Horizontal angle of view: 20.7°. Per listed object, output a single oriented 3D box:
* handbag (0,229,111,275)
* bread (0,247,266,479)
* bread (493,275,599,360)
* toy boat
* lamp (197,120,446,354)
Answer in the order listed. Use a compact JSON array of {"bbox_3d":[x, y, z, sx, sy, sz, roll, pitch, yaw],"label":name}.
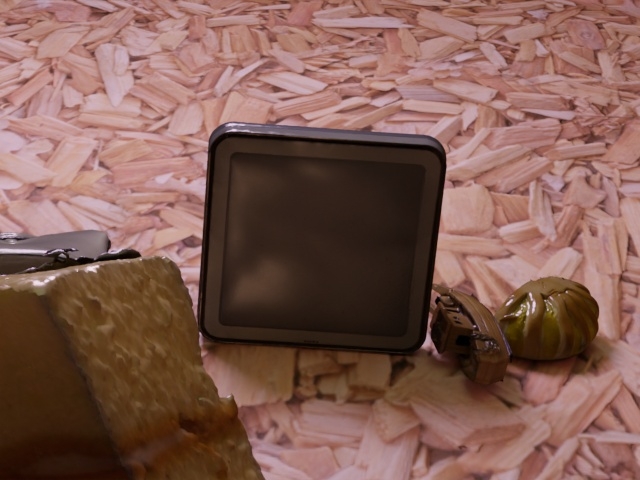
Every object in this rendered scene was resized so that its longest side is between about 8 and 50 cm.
[{"bbox_3d":[-0.371,0.015,2.091,0.241,0.109,0.315,3,19,-7],"label":"handbag"},{"bbox_3d":[-0.270,0.184,1.490,0.404,0.346,0.242,-12,4,13],"label":"bread"},{"bbox_3d":[0.269,0.100,2.071,0.157,0.083,0.094,-2,36,-21],"label":"bread"},{"bbox_3d":[0.161,0.107,2.028,0.072,0.064,0.206,11,19,-18],"label":"toy boat"},{"bbox_3d":[0.000,0.000,1.991,0.269,0.267,0.047,4,26,-4],"label":"lamp"}]
